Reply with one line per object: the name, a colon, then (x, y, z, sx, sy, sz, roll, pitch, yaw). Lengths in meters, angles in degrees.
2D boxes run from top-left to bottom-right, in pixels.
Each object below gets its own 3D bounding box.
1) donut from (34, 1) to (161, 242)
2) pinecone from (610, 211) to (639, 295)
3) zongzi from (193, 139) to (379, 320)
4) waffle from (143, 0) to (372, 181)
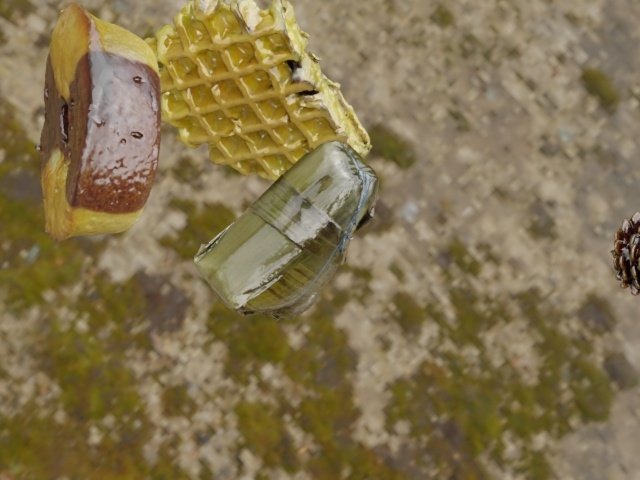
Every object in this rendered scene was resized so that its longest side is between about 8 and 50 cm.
donut: (-0.171, -0.087, 1.222, 0.073, 0.166, 0.184, 7, 43, -22)
pinecone: (0.386, 0.023, 1.834, 0.102, 0.102, 0.109, 6, 23, -34)
zongzi: (0.000, 0.000, 1.796, 0.112, 0.221, 0.242, 53, 14, 24)
waffle: (-0.075, -0.179, 1.919, 0.309, 0.283, 0.065, 20, 47, -5)
